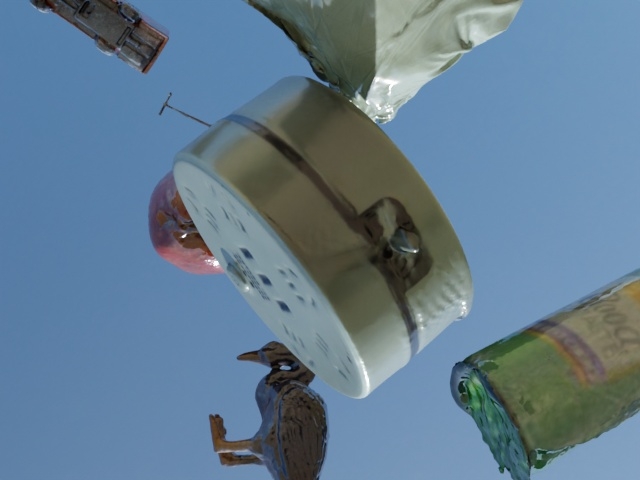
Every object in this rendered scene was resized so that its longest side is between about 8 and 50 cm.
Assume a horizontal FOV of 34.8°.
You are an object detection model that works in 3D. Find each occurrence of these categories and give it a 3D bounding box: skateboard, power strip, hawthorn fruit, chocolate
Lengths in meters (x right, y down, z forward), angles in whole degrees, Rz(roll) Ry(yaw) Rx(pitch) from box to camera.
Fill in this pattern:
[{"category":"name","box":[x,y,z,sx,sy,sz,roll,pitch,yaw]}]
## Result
[{"category":"skateboard","box":[-0.155,-0.146,1.253,0.083,0.064,0.032,26,-100,-6]},{"category":"power strip","box":[0.000,0.000,1.101,0.161,0.357,0.357,-37,-93,-16]},{"category":"hawthorn fruit","box":[-0.187,-0.039,1.686,0.210,0.262,0.211,0,-86,5]},{"category":"chocolate","box":[0.249,0.073,0.796,0.291,0.110,0.110,-28,-100,-13]}]

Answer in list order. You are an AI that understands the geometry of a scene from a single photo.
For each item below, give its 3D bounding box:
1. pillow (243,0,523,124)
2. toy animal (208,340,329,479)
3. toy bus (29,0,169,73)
[{"category":"pillow","box":[0.071,-0.280,1.072,0.310,0.283,0.138,44,-172,-45]},{"category":"toy animal","box":[-0.070,0.293,1.541,0.185,0.122,0.298,-16,-129,-6]},{"category":"toy bus","box":[-0.267,-0.271,1.182,0.192,0.065,0.077,34,-168,-13]}]
